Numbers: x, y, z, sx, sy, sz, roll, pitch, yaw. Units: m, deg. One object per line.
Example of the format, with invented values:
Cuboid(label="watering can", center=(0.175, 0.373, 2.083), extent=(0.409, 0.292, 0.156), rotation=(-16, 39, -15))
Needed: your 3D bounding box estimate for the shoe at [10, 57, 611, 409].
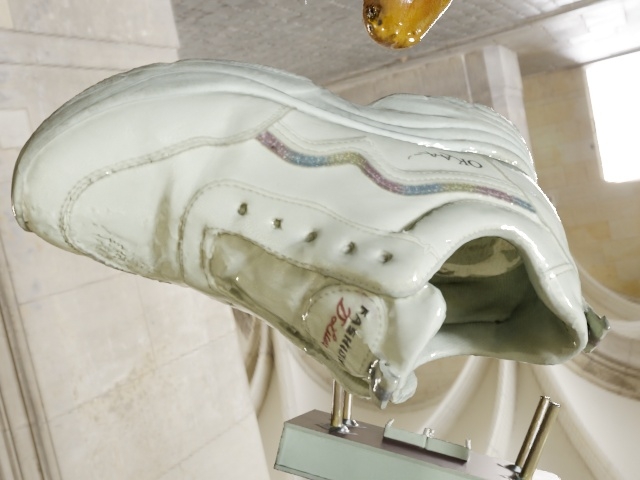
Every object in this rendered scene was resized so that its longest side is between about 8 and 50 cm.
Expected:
Cuboid(label="shoe", center=(0.000, 0.000, 0.385), extent=(0.342, 0.132, 0.210), rotation=(1, -141, -16))

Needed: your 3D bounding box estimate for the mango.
Cuboid(label="mango", center=(0.091, -0.246, 0.689), extent=(0.127, 0.077, 0.063), rotation=(-41, -145, -24))

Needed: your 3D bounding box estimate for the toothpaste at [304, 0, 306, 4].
Cuboid(label="toothpaste", center=(-0.046, -0.468, 0.965), extent=(0.057, 0.234, 0.089), rotation=(-13, -144, 5))

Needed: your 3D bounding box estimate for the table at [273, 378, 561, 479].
Cuboid(label="table", center=(0.098, 0.172, 0.593), extent=(0.240, 0.111, 0.121), rotation=(12, 174, 13))
